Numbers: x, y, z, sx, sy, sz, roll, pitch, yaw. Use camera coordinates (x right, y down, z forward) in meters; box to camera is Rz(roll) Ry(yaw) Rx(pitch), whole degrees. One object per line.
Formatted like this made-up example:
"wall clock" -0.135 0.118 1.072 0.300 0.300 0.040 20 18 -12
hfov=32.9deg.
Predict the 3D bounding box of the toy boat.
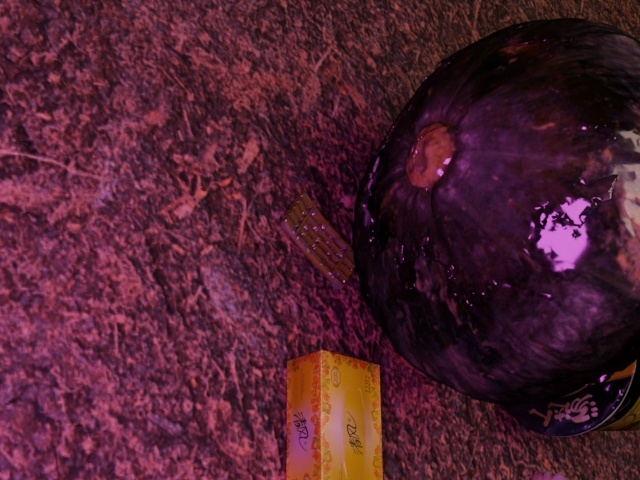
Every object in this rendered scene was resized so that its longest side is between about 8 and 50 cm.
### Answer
"toy boat" 0.000 0.000 1.309 0.115 0.016 0.063 49 45 -19

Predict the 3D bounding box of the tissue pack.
"tissue pack" 0.016 0.218 1.200 0.095 0.062 0.176 20 59 -39

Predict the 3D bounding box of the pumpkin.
"pumpkin" 0.238 -0.037 1.249 0.344 0.454 0.454 24 57 -41

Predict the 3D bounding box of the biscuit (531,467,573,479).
"biscuit" 0.416 0.409 1.455 0.281 0.179 0.084 38 71 -19

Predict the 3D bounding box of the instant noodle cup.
"instant noodle cup" 0.380 0.176 1.501 0.236 0.216 0.215 21 59 -49
